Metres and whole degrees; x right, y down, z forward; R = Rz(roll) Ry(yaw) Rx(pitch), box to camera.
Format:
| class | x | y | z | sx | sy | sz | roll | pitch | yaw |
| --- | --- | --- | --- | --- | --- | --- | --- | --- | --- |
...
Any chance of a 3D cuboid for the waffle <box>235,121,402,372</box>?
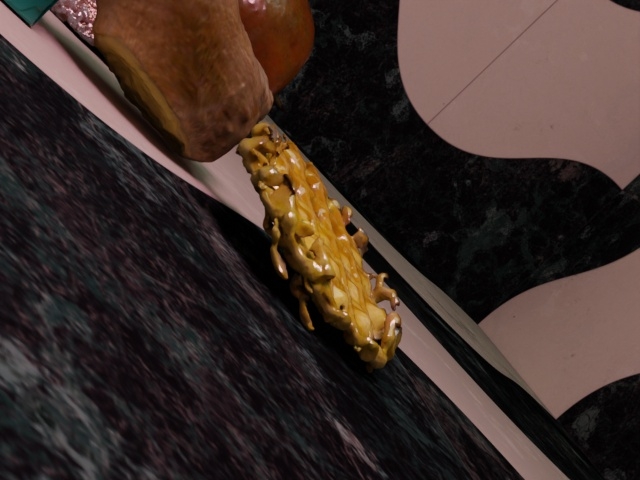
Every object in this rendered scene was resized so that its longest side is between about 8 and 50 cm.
| class | x | y | z | sx | sy | sz | roll | pitch | yaw |
| --- | --- | --- | --- | --- | --- | --- | --- | --- | --- |
| waffle | 0.003 | -0.002 | 1.132 | 0.280 | 0.060 | 0.262 | 58 | 14 | 1 |

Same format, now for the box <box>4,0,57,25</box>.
| class | x | y | z | sx | sy | sz | roll | pitch | yaw |
| --- | --- | --- | --- | --- | --- | --- | --- | --- | --- |
| box | -0.319 | -0.323 | 1.137 | 0.153 | 0.092 | 0.245 | 44 | 6 | -26 |

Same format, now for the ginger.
| class | x | y | z | sx | sy | sz | roll | pitch | yaw |
| --- | --- | --- | --- | --- | --- | --- | --- | --- | --- |
| ginger | -0.129 | -0.223 | 1.168 | 0.130 | 0.221 | 0.275 | 15 | -29 | 48 |

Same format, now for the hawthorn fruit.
| class | x | y | z | sx | sy | sz | roll | pitch | yaw |
| --- | --- | --- | --- | --- | --- | --- | --- | --- | --- |
| hawthorn fruit | -0.134 | -0.328 | 1.788 | 0.301 | 0.268 | 0.268 | 58 | 3 | -12 |

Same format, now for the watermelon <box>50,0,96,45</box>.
| class | x | y | z | sx | sy | sz | roll | pitch | yaw |
| --- | --- | --- | --- | --- | --- | --- | --- | --- | --- |
| watermelon | -0.261 | -0.264 | 1.321 | 0.187 | 0.071 | 0.139 | 50 | 10 | 30 |
